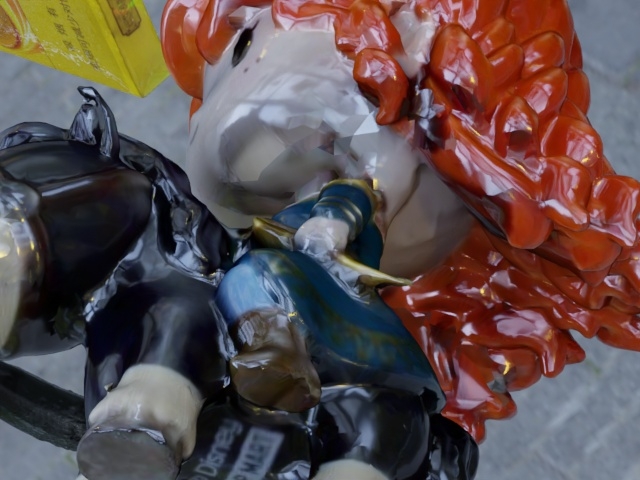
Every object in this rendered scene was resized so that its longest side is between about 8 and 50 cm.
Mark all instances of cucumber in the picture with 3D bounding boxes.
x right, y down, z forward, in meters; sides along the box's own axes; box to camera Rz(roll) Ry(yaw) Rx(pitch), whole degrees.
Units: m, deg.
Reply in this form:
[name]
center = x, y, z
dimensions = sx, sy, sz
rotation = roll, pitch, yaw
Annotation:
[cucumber]
center = -0.163, 0.093, 1.068
dimensions = 0.033, 0.135, 0.034
rotation = -3, 70, 39

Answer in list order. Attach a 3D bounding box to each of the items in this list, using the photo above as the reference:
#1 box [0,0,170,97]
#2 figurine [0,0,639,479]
[box]
center = -0.231, -0.199, 1.378
dimensions = 0.269, 0.152, 0.043
rotation = 19, 53, 40
[figurine]
center = -0.010, 0.003, 0.898
dimensions = 0.306, 0.241, 0.412
rotation = 29, 45, 25
